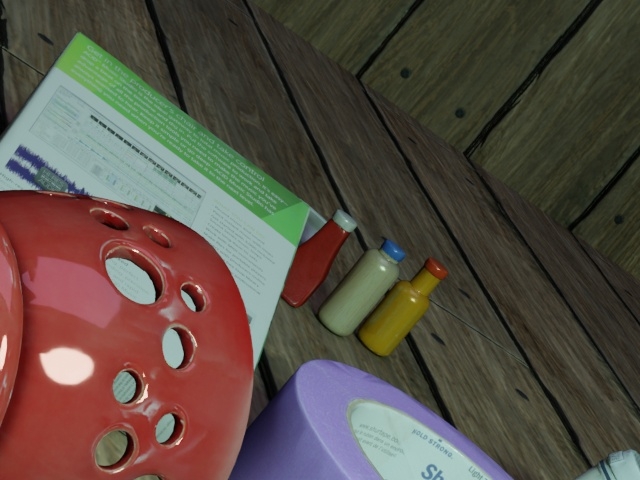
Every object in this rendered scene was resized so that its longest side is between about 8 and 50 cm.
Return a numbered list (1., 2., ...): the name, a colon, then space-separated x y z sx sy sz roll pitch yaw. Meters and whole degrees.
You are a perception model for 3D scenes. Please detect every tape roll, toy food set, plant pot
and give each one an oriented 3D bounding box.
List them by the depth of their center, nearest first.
1. plant pot: -0.155 0.061 0.879 0.174 0.191 0.191 20 23 -48
2. tape roll: 0.065 0.205 1.221 0.275 0.090 0.275 37 12 -10
3. toy food set: 0.000 0.000 1.685 0.232 0.104 0.111 42 13 11

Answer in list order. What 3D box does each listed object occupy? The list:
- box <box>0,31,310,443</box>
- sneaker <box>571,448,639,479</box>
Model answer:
1. box: -0.134 -0.002 1.266 0.232 0.058 0.322 37 30 -10
2. sneaker: 0.278 0.305 1.484 0.258 0.091 0.094 65 15 15
